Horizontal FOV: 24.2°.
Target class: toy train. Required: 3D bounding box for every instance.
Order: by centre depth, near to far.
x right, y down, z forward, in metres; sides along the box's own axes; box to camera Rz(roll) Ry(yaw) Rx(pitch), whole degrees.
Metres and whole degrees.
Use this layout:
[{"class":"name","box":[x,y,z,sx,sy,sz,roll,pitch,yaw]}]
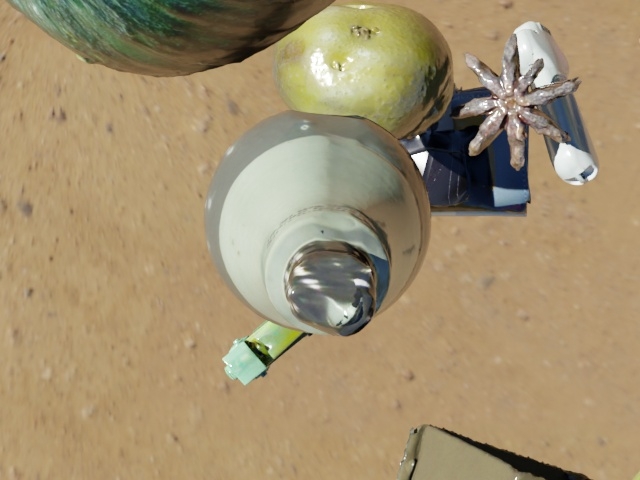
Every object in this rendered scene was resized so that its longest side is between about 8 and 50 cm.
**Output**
[{"class":"toy train","box":[-0.049,0.099,1.517,0.122,0.081,0.050,-41,87,1]}]

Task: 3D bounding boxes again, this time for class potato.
[{"class":"potato","box":[0.051,-0.175,1.559,0.174,0.251,0.159,35,99,13]}]

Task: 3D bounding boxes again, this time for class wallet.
[{"class":"wallet","box":[0.136,-0.104,1.795,0.231,0.069,0.170,-1,102,9]}]

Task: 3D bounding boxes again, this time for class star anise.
[{"class":"star anise","box":[0.194,-0.137,1.518,0.141,0.042,0.141,2,100,14]}]

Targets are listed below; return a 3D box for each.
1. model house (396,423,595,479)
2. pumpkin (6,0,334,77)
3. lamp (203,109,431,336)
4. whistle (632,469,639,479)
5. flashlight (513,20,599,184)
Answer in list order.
[{"class":"model house","box":[0.160,0.305,1.185,0.211,0.204,0.243,22,89,-30]},{"class":"pumpkin","box":[-0.040,-0.202,0.748,0.197,0.263,0.293,51,129,4]},{"class":"lamp","box":[-0.017,-0.007,1.130,0.182,0.314,0.182,2,98,12]},{"class":"whistle","box":[0.282,0.155,0.819,0.294,0.141,0.141,-11,103,-19]},{"class":"flashlight","box":[0.252,-0.146,1.620,0.047,0.200,0.093,-30,148,28]}]
